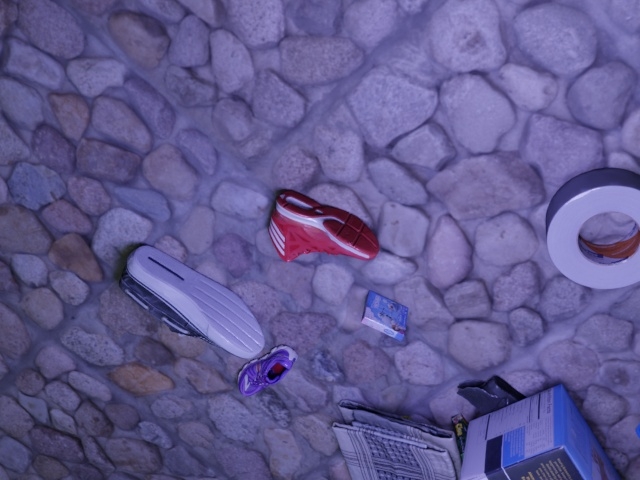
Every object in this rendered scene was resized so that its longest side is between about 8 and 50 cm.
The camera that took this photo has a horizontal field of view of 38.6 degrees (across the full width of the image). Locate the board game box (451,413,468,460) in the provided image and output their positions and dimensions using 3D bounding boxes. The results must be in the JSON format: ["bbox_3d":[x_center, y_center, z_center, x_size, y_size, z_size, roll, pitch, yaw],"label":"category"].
[{"bbox_3d":[0.368,0.509,1.992,0.030,0.136,0.260,-32,113,11],"label":"board game box"}]

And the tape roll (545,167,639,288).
[{"bbox_3d":[0.525,-0.020,1.672,0.219,0.072,0.219,5,123,8],"label":"tape roll"}]

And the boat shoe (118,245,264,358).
[{"bbox_3d":[-0.269,0.143,1.907,0.335,0.121,0.119,38,129,-1],"label":"boat shoe"}]

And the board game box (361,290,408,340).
[{"bbox_3d":[0.130,0.151,1.839,0.090,0.090,0.020,24,125,-6],"label":"board game box"}]

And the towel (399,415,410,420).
[{"bbox_3d":[0.166,0.496,2.090,0.102,0.021,0.237,-3,121,11],"label":"towel"}]

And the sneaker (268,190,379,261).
[{"bbox_3d":[0.000,0.000,1.787,0.221,0.087,0.128,31,131,5],"label":"sneaker"}]

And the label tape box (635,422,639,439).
[{"bbox_3d":[0.834,0.342,1.806,0.333,0.106,0.241,7,124,-17],"label":"label tape box"}]

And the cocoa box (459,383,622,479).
[{"bbox_3d":[0.471,0.515,1.836,0.228,0.231,0.347,-29,103,23],"label":"cocoa box"}]

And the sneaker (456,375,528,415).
[{"bbox_3d":[0.379,0.348,1.943,0.170,0.051,0.089,40,120,-10],"label":"sneaker"}]

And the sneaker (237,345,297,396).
[{"bbox_3d":[-0.123,0.291,1.985,0.068,0.071,0.170,40,120,-15],"label":"sneaker"}]

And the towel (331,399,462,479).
[{"bbox_3d":[0.179,0.512,1.999,0.312,0.056,0.324,9,125,40],"label":"towel"}]
